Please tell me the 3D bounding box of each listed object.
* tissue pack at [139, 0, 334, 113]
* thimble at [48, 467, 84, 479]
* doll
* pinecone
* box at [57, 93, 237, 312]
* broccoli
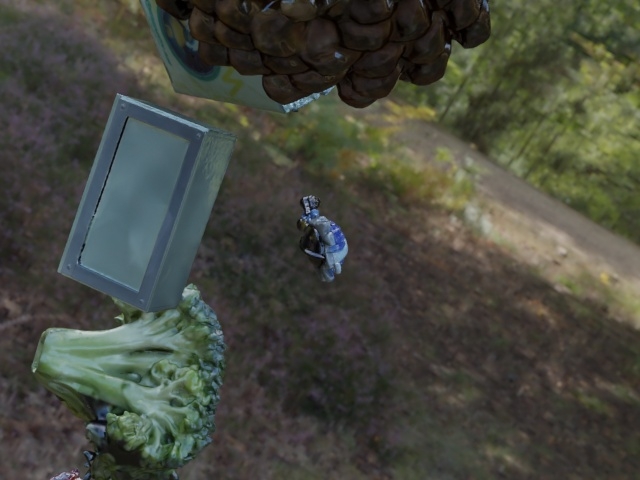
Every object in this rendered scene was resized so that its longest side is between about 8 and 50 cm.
[{"bbox_3d":[-0.174,-0.406,2.081,0.388,0.162,0.287,18,-45,49],"label":"tissue pack"},{"bbox_3d":[-0.413,0.485,1.799,0.125,0.189,0.163,-34,53,-30],"label":"thimble"},{"bbox_3d":[0.000,0.000,1.615,0.070,0.096,0.195,-5,28,-13],"label":"doll"},{"bbox_3d":[0.026,-0.344,1.146,0.398,0.397,0.398,30,11,-6],"label":"pinecone"},{"bbox_3d":[-0.206,-0.043,1.292,0.130,0.225,0.086,22,7,18],"label":"box"},{"bbox_3d":[-0.295,0.215,1.663,0.281,0.347,0.293,17,23,-20],"label":"broccoli"}]
